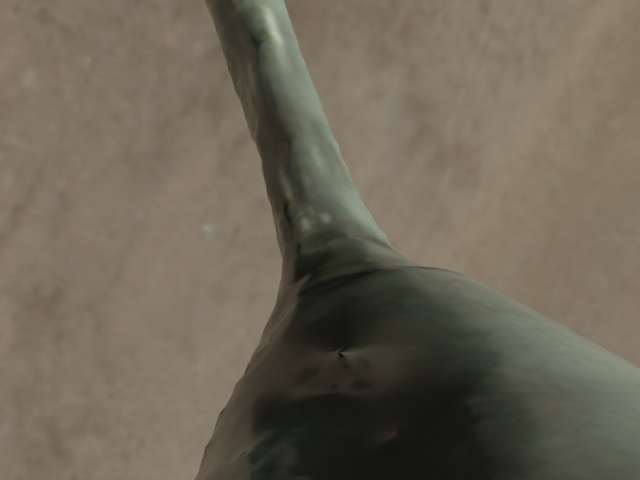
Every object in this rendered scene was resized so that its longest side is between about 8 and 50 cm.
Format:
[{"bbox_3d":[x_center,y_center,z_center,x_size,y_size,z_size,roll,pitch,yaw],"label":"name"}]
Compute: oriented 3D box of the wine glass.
[{"bbox_3d":[0.000,0.000,0.434,0.267,0.406,0.267,-13,144,-10],"label":"wine glass"}]
